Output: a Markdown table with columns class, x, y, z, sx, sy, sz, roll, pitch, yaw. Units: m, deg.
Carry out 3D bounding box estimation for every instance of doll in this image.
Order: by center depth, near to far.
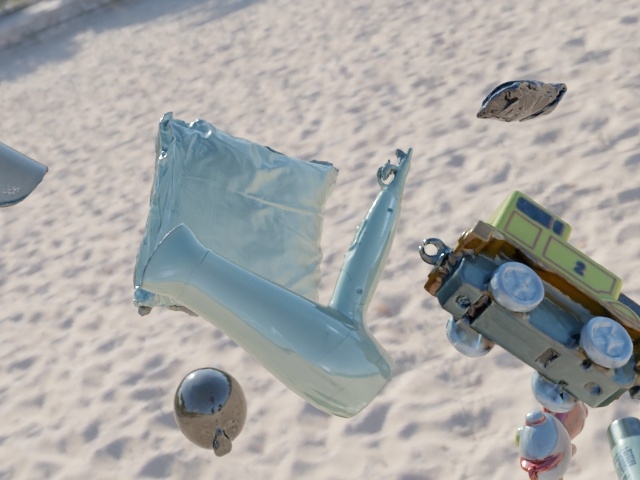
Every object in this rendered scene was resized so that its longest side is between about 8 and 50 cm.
| class | x | y | z | sx | sy | sz | roll | pitch | yaw |
| --- | --- | --- | --- | --- | --- | --- | --- | --- | --- |
| doll | 0.346 | 0.286 | 1.510 | 0.076 | 0.142 | 0.245 | -11 | 17 | 35 |

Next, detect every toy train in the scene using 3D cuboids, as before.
| class | x | y | z | sx | sy | sz | roll | pitch | yaw |
| --- | --- | --- | --- | --- | --- | --- | --- | --- | --- |
| toy train | 0.179 | 0.048 | 0.798 | 0.127 | 0.219 | 0.089 | -56 | -1 | -41 |

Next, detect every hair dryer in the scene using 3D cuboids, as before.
| class | x | y | z | sx | sy | sz | roll | pitch | yaw |
| --- | --- | --- | --- | --- | --- | --- | --- | --- | --- |
| hair dryer | 0.000 | 0.000 | 0.831 | 0.237 | 0.206 | 0.075 | -56 | 4 | -24 |

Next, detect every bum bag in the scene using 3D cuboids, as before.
| class | x | y | z | sx | sy | sz | roll | pitch | yaw |
| --- | --- | --- | --- | --- | --- | --- | --- | --- | --- |
| bum bag | 0.191 | -0.134 | 0.966 | 0.058 | 0.034 | 0.124 | -31 | -14 | 33 |

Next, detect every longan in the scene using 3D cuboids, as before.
| class | x | y | z | sx | sy | sz | roll | pitch | yaw |
| --- | --- | --- | --- | --- | --- | --- | --- | --- | --- |
| longan | -0.234 | 0.371 | 2.193 | 0.159 | 0.185 | 0.204 | -14 | 57 | -11 |

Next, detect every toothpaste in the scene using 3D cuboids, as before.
| class | x | y | z | sx | sy | sz | roll | pitch | yaw |
| --- | --- | --- | --- | --- | --- | --- | --- | --- | --- |
| toothpaste | 0.268 | 0.232 | 0.788 | 0.039 | 0.062 | 0.239 | 2 | 34 | -3 |

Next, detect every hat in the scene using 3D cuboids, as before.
| class | x | y | z | sx | sy | sz | roll | pitch | yaw |
| --- | --- | --- | --- | --- | --- | --- | --- | --- | --- |
| hat | -0.376 | -0.116 | 1.099 | 0.085 | 0.175 | 0.147 | -59 | 17 | 31 |

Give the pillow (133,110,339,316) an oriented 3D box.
| class | x | y | z | sx | sy | sz | roll | pitch | yaw |
| --- | --- | --- | --- | --- | --- | --- | --- | --- | --- |
| pillow | -0.115 | -0.012 | 1.454 | 0.283 | 0.310 | 0.138 | 12 | -21 | -17 |
